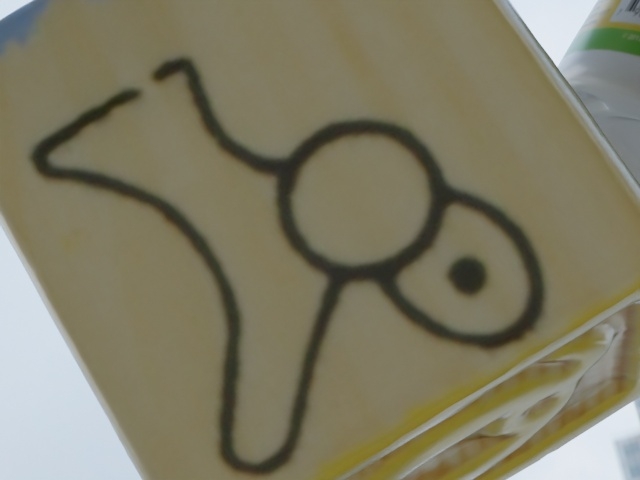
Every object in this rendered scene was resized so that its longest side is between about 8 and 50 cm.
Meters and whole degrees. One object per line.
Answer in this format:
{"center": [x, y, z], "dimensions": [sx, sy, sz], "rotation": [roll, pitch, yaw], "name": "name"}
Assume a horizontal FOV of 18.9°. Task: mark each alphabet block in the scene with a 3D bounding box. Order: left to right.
{"center": [0.000, 0.000, 0.708], "dimensions": [0.192, 0.193, 0.197], "rotation": [-31, -108, -1], "name": "alphabet block"}

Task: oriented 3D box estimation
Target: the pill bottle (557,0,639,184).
{"center": [0.220, -0.132, 0.886], "dimensions": [0.136, 0.136, 0.246], "rotation": [36, -103, -16], "name": "pill bottle"}
